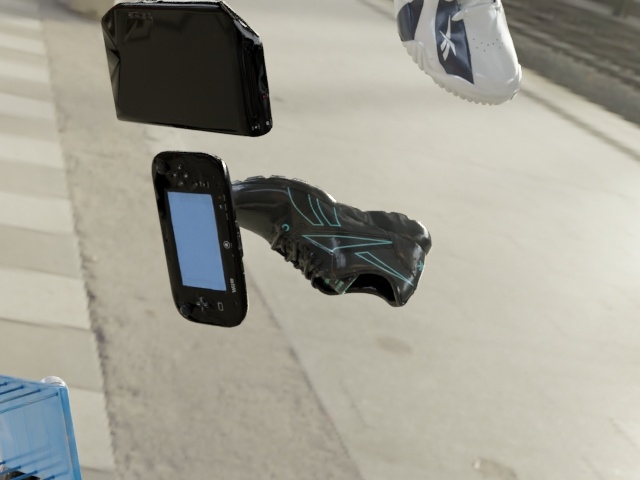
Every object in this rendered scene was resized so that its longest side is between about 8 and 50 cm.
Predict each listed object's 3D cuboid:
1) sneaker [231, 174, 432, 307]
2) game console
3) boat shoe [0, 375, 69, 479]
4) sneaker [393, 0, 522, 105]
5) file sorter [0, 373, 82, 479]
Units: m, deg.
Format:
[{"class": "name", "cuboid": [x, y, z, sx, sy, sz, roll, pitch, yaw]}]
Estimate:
[{"class": "sneaker", "cuboid": [0.000, 0.000, 1.446, 0.268, 0.106, 0.101, 16, -25, -2]}, {"class": "game console", "cuboid": [-0.129, -0.075, 1.286, 0.213, 0.361, 0.044, 10, 26, 43]}, {"class": "boat shoe", "cuboid": [-0.461, 0.332, 1.955, 0.080, 0.228, 0.076, 28, 2, -41]}, {"class": "sneaker", "cuboid": [0.124, -0.243, 1.038, 0.094, 0.153, 0.234, -9, 66, -21]}, {"class": "file sorter", "cuboid": [-0.374, 0.231, 1.414, 0.105, 0.118, 0.170, -14, 10, -42]}]
